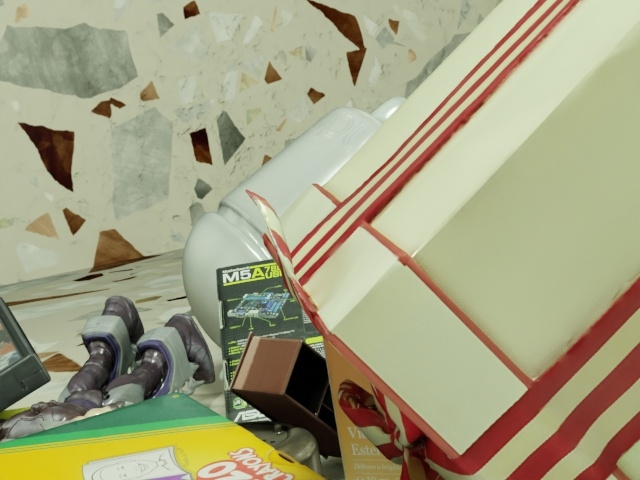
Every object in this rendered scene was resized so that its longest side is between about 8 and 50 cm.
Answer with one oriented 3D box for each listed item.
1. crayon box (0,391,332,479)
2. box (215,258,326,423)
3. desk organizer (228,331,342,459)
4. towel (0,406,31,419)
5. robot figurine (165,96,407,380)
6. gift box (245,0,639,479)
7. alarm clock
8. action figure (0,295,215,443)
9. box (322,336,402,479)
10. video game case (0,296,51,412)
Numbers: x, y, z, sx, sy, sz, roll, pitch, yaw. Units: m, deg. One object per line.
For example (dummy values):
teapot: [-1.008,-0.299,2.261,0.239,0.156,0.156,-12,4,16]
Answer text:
crayon box: [-0.080,0.164,0.540,0.165,0.081,0.278,-14,15,-30]
box: [0.008,0.087,0.974,0.190,0.045,0.184,-10,44,0]
desk organizer: [-0.005,0.119,0.832,0.050,0.047,0.130,0,-30,39]
towel: [-0.399,0.206,1.124,0.237,0.021,0.102,-9,11,-3]
robot figurine: [0.000,0.000,1.179,0.353,0.200,0.300,-41,28,-12]
gift box: [0.108,0.011,0.583,0.258,0.276,0.255,-47,9,0]
alarm clock: [-0.057,0.167,0.758,0.129,0.064,0.192,-11,9,-14]
action figure: [-0.198,0.149,0.981,0.185,0.099,0.285,0,22,21]
box: [0.081,0.083,0.781,0.130,0.171,0.091,-7,6,32]
video game case: [-0.378,0.151,1.020,0.248,0.035,0.275,-33,17,-15]
